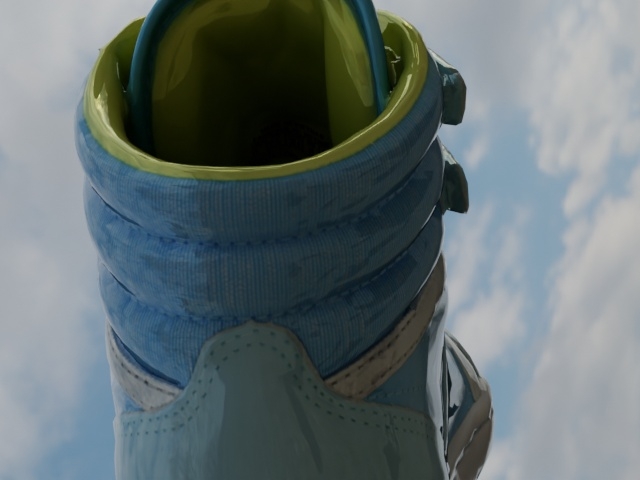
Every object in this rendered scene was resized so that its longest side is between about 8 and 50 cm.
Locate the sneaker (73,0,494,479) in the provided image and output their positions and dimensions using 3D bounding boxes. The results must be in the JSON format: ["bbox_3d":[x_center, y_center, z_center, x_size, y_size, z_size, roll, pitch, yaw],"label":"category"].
[{"bbox_3d":[0.000,0.000,0.456,0.319,0.127,0.208,-83,-11,-77],"label":"sneaker"}]
